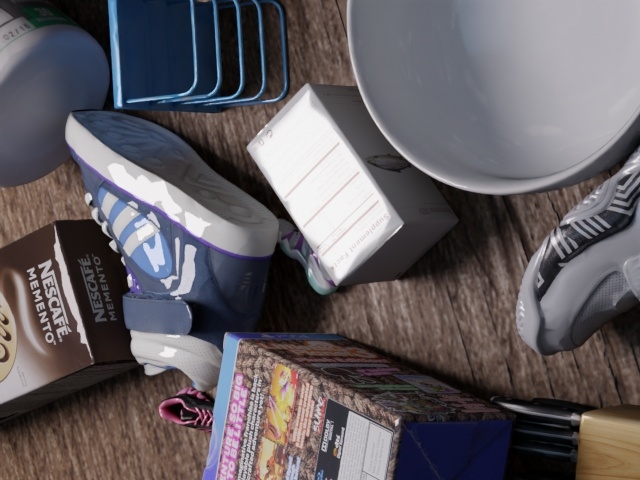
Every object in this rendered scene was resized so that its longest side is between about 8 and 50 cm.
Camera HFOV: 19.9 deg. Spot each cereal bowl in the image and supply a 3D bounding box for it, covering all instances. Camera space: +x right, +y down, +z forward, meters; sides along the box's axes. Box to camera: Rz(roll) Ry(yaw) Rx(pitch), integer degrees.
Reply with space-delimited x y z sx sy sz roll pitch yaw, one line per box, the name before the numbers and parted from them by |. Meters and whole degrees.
cereal bowl | 0.198 -0.208 1.661 0.339 0.141 0.339 2 93 35

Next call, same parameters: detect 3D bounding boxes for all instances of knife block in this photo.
knife block | 0.288 0.185 1.644 0.276 0.088 0.242 -46 67 28

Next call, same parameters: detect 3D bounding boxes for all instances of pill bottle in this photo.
pill bottle | -0.424 -0.235 2.068 0.361 0.204 0.204 39 113 27

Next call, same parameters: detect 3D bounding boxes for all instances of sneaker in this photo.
sneaker | -0.188 0.022 1.956 0.323 0.130 0.236 35 116 35
sneaker | 0.337 0.018 1.571 0.366 0.137 0.210 -48 63 23
sneaker | -0.123 0.189 1.959 0.119 0.057 0.047 9 95 34
sneaker | 0.000 0.000 1.878 0.098 0.038 0.069 49 116 13

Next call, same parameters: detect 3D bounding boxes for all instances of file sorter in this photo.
file sorter | -0.122 -0.196 1.875 0.104 0.170 0.118 -4 90 33

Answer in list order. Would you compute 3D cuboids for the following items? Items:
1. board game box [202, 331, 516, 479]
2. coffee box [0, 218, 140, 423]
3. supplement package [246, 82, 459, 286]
board game box | 0.024 0.235 1.754 0.291 0.141 0.232 22 105 52
coffee box | -0.339 0.100 2.072 0.297 0.119 0.168 -24 77 34
supplement package | 0.031 -0.056 1.808 0.105 0.105 0.179 -44 68 28
